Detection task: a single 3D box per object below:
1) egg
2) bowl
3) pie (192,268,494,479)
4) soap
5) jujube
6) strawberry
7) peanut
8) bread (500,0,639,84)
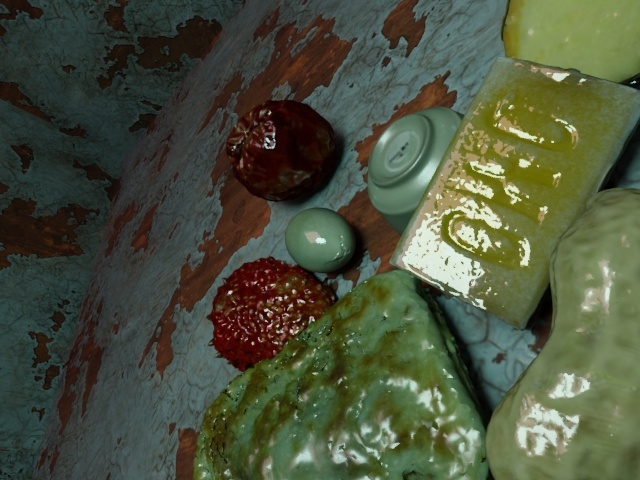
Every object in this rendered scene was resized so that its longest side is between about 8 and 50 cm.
[{"bbox_3d":[0.000,0.000,0.793,0.152,0.114,0.114,26,90,57],"label":"egg"},{"bbox_3d":[0.149,-0.112,0.678,0.211,0.112,0.211,-33,43,38],"label":"bowl"},{"bbox_3d":[0.024,0.248,0.556,0.418,0.180,0.395,-47,36,12],"label":"pie"},{"bbox_3d":[0.216,-0.055,0.524,0.173,0.089,0.274,27,92,27],"label":"soap"},{"bbox_3d":[-0.083,-0.183,0.956,0.232,0.213,0.213,20,85,60],"label":"jujube"},{"bbox_3d":[-0.103,0.120,0.836,0.306,0.138,0.233,-19,53,47],"label":"strawberry"},{"bbox_3d":[0.255,0.099,0.385,0.159,0.143,0.291,23,79,16],"label":"peanut"},{"bbox_3d":[0.315,-0.367,0.497,0.315,0.279,0.248,-54,41,-6],"label":"bread"}]
